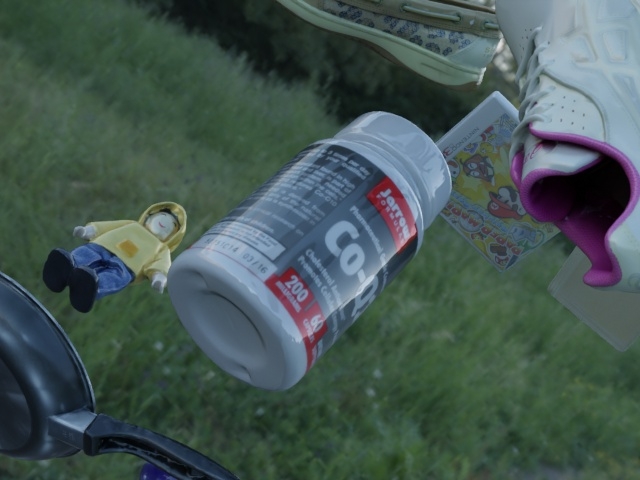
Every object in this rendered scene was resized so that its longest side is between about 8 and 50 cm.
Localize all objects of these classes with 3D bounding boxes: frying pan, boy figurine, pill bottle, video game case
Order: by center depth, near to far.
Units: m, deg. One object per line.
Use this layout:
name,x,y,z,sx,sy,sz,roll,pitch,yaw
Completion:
frying pan,-0.222,0.150,0.782,0.326,0.197,0.053,43,43,5
pill bottle,0.000,0.000,0.943,0.161,0.283,0.161,29,-37,24
video game case,0.270,-0.082,1.444,0.227,0.206,0.026,43,36,-8
boy figurine,-0.307,0.021,1.545,0.177,0.092,0.285,36,34,15

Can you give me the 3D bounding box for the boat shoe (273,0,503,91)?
boat shoe,0.051,-0.253,0.981,0.285,0.089,0.104,25,28,-3

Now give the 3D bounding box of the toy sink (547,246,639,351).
toy sink,0.404,-0.002,1.134,0.131,0.234,0.153,42,50,18

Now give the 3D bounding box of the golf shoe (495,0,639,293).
golf shoe,0.172,-0.086,0.617,0.115,0.140,0.306,92,-21,-46

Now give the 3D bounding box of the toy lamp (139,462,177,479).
toy lamp,-0.188,0.334,0.830,0.080,0.274,0.080,21,-28,12
